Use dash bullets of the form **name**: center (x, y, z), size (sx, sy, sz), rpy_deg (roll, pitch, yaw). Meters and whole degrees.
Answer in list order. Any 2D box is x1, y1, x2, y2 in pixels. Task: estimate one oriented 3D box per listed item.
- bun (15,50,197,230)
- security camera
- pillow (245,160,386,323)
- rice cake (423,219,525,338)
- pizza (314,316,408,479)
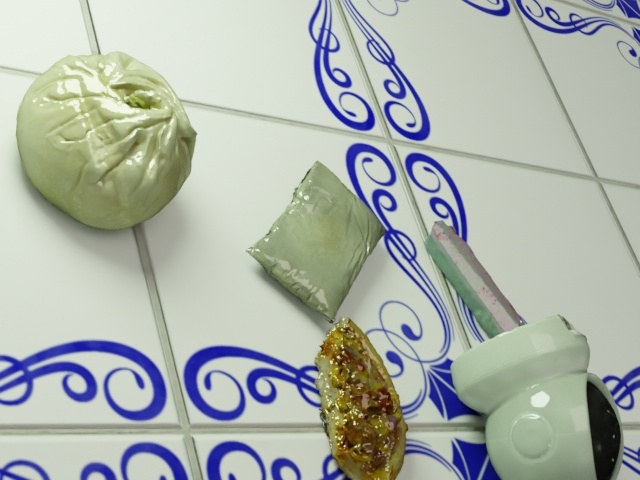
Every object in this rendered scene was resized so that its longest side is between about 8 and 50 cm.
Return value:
- **bun**: center (-0.251, -0.132, 1.447), size (0.229, 0.145, 0.229), rpy_deg (25, 45, -27)
- **security camera**: center (0.294, 0.238, 1.562), size (0.194, 0.194, 0.236), rpy_deg (0, 61, -41)
- **pillow**: center (0.000, 0.000, 1.618), size (0.148, 0.050, 0.230), rpy_deg (36, 43, -2)
- **rice cake**: center (0.256, 0.091, 1.755), size (0.081, 0.051, 0.290), rpy_deg (-20, 71, -47)
- **pizza**: center (0.056, 0.203, 1.482), size (0.127, 0.058, 0.246), rpy_deg (22, 42, -24)
